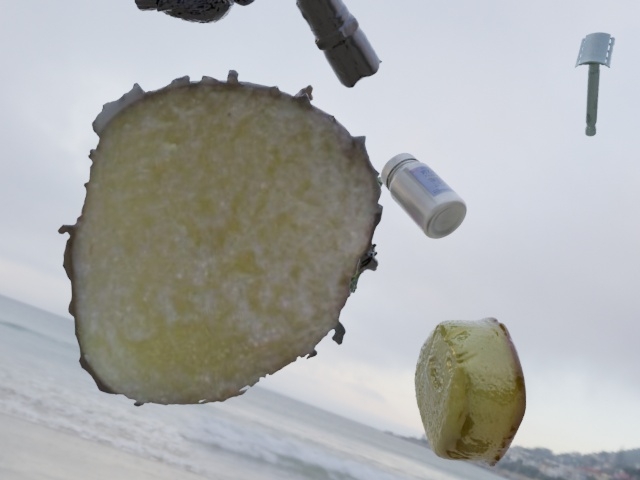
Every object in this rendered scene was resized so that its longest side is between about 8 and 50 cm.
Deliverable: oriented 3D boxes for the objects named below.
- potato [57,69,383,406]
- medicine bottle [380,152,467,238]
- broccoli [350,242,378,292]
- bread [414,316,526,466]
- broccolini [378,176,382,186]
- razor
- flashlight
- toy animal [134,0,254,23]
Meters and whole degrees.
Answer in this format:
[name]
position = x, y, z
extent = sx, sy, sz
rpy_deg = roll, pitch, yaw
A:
[potato]
position = -0.095, 0.002, 0.615
extent = 0.289, 0.300, 0.237
rpy_deg = 12, -4, 4
[medicine bottle]
position = 0.208, -0.095, 1.242
extent = 0.103, 0.103, 0.186
rpy_deg = 36, 14, -47
[broccoli]
position = 0.000, 0.000, 1.316
extent = 0.247, 0.262, 0.243
rpy_deg = -5, -44, 30
[bread]
position = 0.273, 0.275, 1.110
extent = 0.148, 0.269, 0.270
rpy_deg = 2, -13, -10
[broccolini]
position = 0.130, -0.094, 1.638
extent = 0.068, 0.091, 0.203
rpy_deg = 27, -38, -17
[razor]
position = 0.597, -0.325, 1.319
extent = 0.068, 0.106, 0.232
rpy_deg = 8, -36, 28
[flashlight]
position = -0.021, -0.482, 1.134
extent = 0.103, 0.103, 0.424
rpy_deg = 3, -43, 48
[toy animal]
position = -0.288, -0.588, 1.409
extent = 0.185, 0.298, 0.122
rpy_deg = 48, -40, 4
